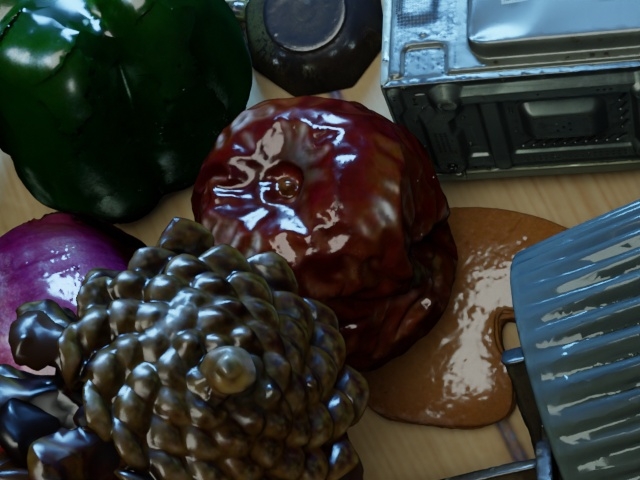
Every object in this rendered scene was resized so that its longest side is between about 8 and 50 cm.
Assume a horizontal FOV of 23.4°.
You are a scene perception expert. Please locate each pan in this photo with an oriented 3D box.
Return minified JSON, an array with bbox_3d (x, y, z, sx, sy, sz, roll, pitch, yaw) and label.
[{"bbox_3d":[-0.045,-0.192,1.392,0.202,0.048,0.128,-11,76,12],"label":"pan"}]

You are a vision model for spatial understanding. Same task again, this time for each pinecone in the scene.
[{"bbox_3d":[-0.114,0.121,1.031,0.264,0.264,0.264,-3,77,14],"label":"pinecone"}]

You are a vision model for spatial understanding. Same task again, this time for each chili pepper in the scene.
[{"bbox_3d":[-0.194,-0.155,1.321,0.248,0.257,0.233,33,75,20],"label":"chili pepper"}]

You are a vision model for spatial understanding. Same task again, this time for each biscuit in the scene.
[{"bbox_3d":[0.134,0.066,1.293,0.186,0.036,0.192,9,80,15],"label":"biscuit"}]

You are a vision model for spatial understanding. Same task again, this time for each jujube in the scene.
[{"bbox_3d":[0.000,0.000,1.209,0.213,0.232,0.213,-10,63,20],"label":"jujube"}]

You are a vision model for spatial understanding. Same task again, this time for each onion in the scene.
[{"bbox_3d":[-0.178,0.126,1.253,0.230,0.256,0.272,53,124,34],"label":"onion"}]

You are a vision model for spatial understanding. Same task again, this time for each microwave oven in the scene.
[{"bbox_3d":[0.181,-0.146,1.243,0.240,0.194,0.145,-3,66,13],"label":"microwave oven"}]

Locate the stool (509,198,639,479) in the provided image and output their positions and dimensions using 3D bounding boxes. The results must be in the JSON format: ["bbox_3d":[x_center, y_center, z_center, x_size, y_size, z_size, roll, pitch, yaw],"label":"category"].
[{"bbox_3d":[0.332,0.078,1.117,0.330,0.297,0.297,-20,73,15],"label":"stool"}]

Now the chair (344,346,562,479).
[{"bbox_3d":[0.134,0.328,1.169,0.203,0.416,0.240,-16,29,10],"label":"chair"}]
